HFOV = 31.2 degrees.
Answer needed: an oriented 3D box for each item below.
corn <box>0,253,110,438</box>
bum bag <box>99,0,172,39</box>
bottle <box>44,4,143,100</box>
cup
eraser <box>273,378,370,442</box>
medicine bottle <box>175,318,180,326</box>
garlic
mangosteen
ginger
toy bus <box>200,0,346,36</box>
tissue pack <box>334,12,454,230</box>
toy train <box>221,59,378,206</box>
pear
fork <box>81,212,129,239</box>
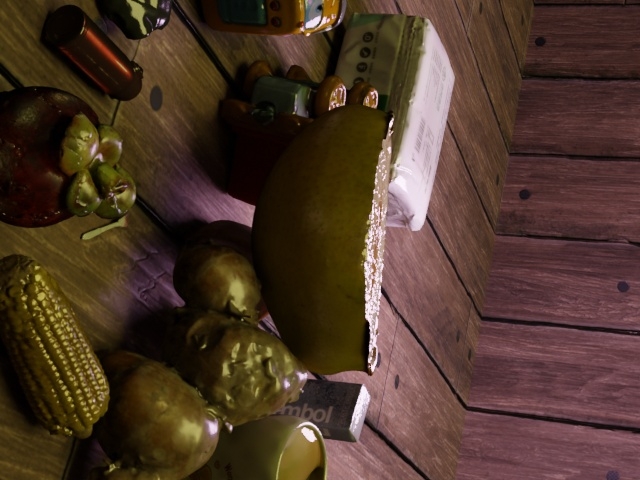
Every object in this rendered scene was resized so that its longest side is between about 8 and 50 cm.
[{"bbox_3d":[-0.314,0.129,1.331,0.097,0.097,0.262,-59,144,-48],"label":"corn"},{"bbox_3d":[-0.212,-0.414,1.504,0.142,0.079,0.327,29,68,-63],"label":"bum bag"},{"bbox_3d":[-0.273,-0.226,1.412,0.164,0.060,0.060,48,50,-62],"label":"bottle"},{"bbox_3d":[-0.099,0.354,1.671,0.255,0.202,0.173,60,41,-46],"label":"cup"},{"bbox_3d":[-0.030,0.278,1.910,0.046,0.212,0.092,67,33,-47],"label":"eraser"},{"bbox_3d":[-0.142,0.178,1.751,0.191,0.107,0.107,57,42,-57],"label":"medicine bottle"},{"bbox_3d":[-0.125,0.030,1.789,0.115,0.128,0.207,-97,167,-51],"label":"garlic"},{"bbox_3d":[-0.288,-0.086,1.231,0.166,0.180,0.166,13,90,-77],"label":"mangosteen"},{"bbox_3d":[-0.178,0.192,1.528,0.256,0.176,0.375,45,62,-10],"label":"ginger"},{"bbox_3d":[-0.078,-0.364,1.693,0.136,0.209,0.126,-36,129,-49],"label":"toy bus"},{"bbox_3d":[0.129,-0.228,2.246,0.266,0.193,0.357,50,50,-61],"label":"tissue pack"},{"bbox_3d":[-0.038,-0.170,1.891,0.369,0.163,0.232,-11,117,-67],"label":"toy train"},{"bbox_3d":[0.000,0.000,1.666,0.340,0.191,0.387,60,36,-77],"label":"pear"},{"bbox_3d":[-0.278,-0.017,1.501,0.115,0.012,0.016,-32,116,-63],"label":"fork"}]
